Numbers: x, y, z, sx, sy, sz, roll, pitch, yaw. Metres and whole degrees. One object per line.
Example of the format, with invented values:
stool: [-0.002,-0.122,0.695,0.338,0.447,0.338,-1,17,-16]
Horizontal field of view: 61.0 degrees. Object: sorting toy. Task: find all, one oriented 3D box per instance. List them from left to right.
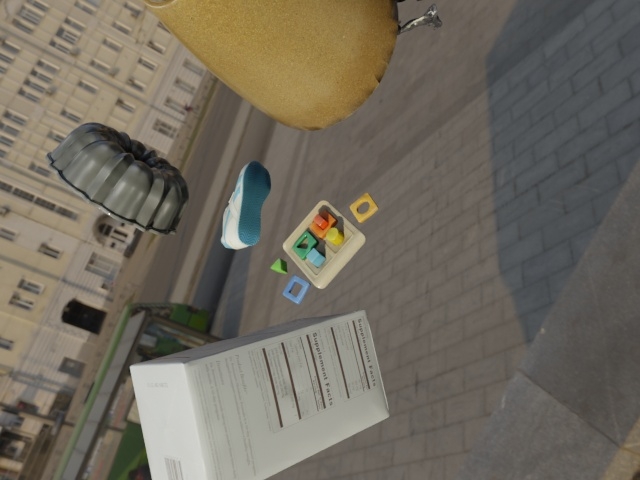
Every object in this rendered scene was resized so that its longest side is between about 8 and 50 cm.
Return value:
sorting toy: [0.000,0.000,1.414,0.347,0.047,0.196,-49,49,5]

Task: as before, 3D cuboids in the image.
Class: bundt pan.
bundt pan: [-0.443,-0.156,1.254,0.124,0.331,0.331,-54,21,8]

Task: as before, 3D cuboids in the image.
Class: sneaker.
sneaker: [-0.184,-0.088,1.293,0.092,0.087,0.228,-16,54,44]

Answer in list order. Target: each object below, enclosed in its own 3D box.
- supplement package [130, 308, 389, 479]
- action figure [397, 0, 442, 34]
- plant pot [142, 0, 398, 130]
supplement package: [-0.062,0.172,0.615,0.139,0.244,0.133,-17,84,50]
action figure: [0.099,-0.425,1.083,0.141,0.276,0.163,131,118,-78]
plant pot: [-0.073,-0.277,0.633,0.237,0.254,0.236,-5,81,35]
